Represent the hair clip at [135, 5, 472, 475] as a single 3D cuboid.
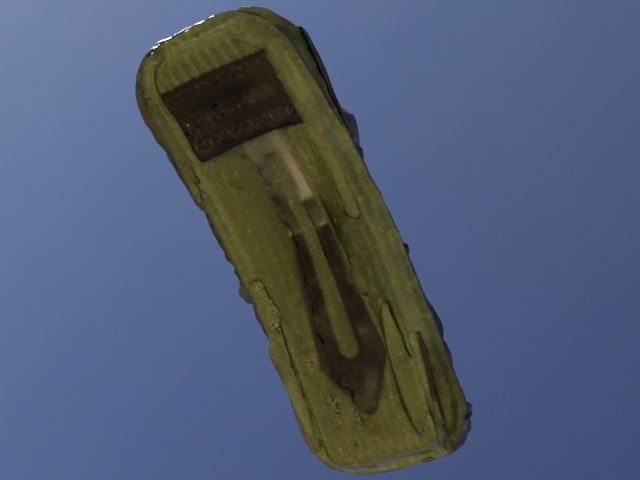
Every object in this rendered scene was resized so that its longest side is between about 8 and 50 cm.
[{"bbox_3d":[0.000,-0.001,0.910,0.138,0.091,0.321,-19,-80,32],"label":"hair clip"}]
